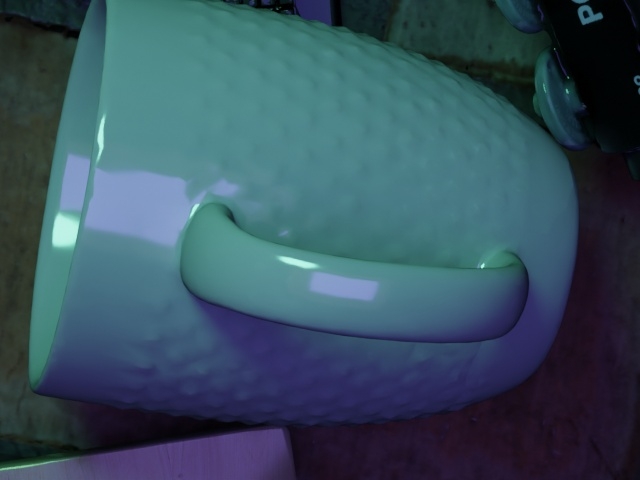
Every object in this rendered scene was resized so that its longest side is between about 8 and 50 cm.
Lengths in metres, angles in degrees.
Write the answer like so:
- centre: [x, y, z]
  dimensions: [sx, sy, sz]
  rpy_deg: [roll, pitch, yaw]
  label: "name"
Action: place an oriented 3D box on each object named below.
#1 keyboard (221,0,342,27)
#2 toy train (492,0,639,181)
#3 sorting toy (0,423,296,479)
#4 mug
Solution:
- centre: [-0.016, -0.282, 1.420]
  dimensions: [0.202, 0.033, 0.317]
  rpy_deg: [-6, 96, -5]
  label: "keyboard"
- centre: [0.196, -0.210, 1.369]
  dimensions: [0.142, 0.190, 0.334]
  rpy_deg: [-18, 102, 33]
  label: "toy train"
- centre: [-0.134, 0.268, 1.426]
  dimensions: [0.256, 0.089, 0.257]
  rpy_deg: [-9, 96, -4]
  label: "sorting toy"
- centre: [0.000, 0.000, 1.276]
  dimensions: [0.328, 0.374, 0.276]
  rpy_deg: [9, 99, -13]
  label: "mug"
